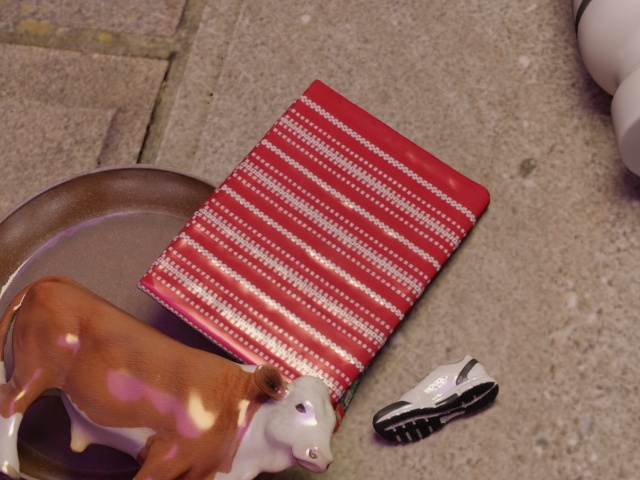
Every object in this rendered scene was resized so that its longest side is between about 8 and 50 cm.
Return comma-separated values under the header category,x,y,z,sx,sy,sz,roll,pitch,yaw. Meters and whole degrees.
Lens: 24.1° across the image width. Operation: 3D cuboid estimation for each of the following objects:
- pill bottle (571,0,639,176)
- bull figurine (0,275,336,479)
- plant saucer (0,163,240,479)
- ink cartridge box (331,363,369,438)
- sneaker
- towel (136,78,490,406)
category,x,y,z,sx,sy,sz,roll,pitch,yaw
pill bottle,0.320,-0.243,1.304,0.210,0.210,0.363,-6,62,6
bull figurine,-0.137,0.144,1.184,0.310,0.101,0.188,26,72,22
plant saucer,-0.177,0.077,1.311,0.310,0.050,0.311,-4,63,8
ink cartridge box,-0.007,0.129,1.266,0.062,0.029,0.115,20,67,18
sneaker,0.092,0.132,1.248,0.109,0.040,0.044,-21,45,-6
towel,0.000,0.000,1.291,0.199,0.031,0.275,34,63,10
